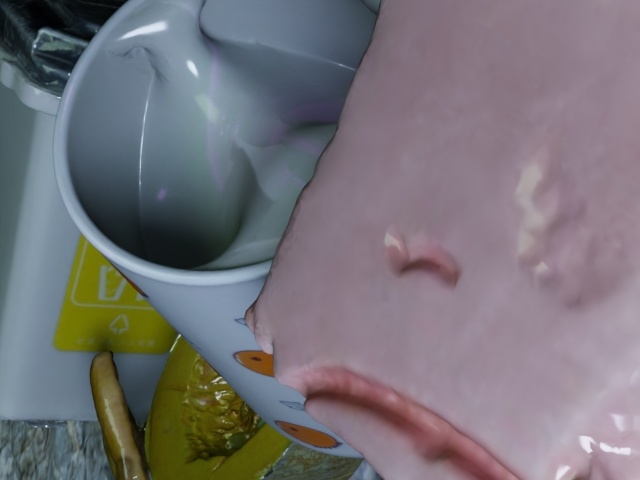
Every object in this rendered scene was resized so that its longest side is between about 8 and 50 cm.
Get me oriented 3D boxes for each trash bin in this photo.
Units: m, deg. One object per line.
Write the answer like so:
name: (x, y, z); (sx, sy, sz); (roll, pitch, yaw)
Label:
trash bin: (-0.207, -0.044, 1.401); (0.296, 0.256, 0.368); (44, 125, 53)

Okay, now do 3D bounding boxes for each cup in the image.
cup: (0.000, 0.000, 0.940); (0.212, 0.317, 0.212); (-8, 60, 14)

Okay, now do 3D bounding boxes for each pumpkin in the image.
pumpkin: (-0.029, 0.121, 1.181); (0.217, 0.110, 0.217); (-41, 34, 37)

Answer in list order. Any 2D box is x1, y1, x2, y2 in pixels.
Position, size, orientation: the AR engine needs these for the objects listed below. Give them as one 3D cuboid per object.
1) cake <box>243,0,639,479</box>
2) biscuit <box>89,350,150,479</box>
cake: (0.190, -0.008, 0.671); (0.293, 0.307, 0.314); (37, 111, 55)
biscuit: (-0.152, 0.213, 1.284); (0.203, 0.041, 0.260); (-114, 11, -71)
